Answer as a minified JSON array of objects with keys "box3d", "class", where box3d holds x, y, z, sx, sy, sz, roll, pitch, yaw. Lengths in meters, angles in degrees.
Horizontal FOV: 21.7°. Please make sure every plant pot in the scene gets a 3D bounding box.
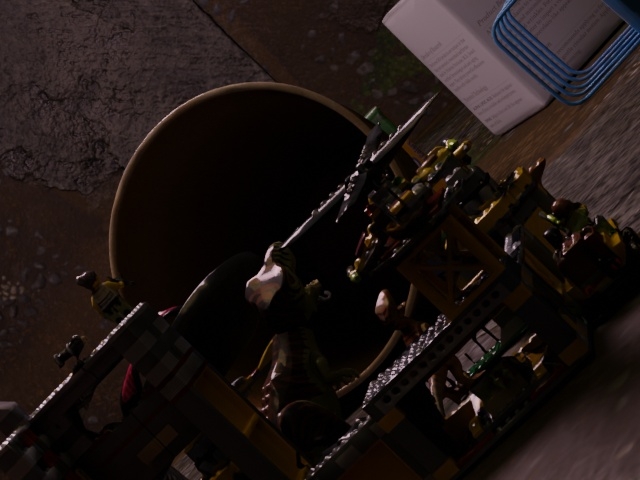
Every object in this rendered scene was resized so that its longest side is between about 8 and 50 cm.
[{"box3d":[0.000,0.000,1.293,0.237,0.237,0.254,-45,-12,17],"class":"plant pot"}]

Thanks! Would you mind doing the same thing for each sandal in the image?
[{"box3d":[-0.090,0.079,0.961,0.067,0.040,0.179,9,-64,-54],"class":"sandal"}]

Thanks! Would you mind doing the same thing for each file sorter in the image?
[{"box3d":[0.231,-0.206,1.535,0.104,0.118,0.170,-47,3,19],"class":"file sorter"}]

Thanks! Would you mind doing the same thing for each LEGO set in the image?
[{"box3d":[-0.016,0.047,0.853,0.331,0.192,0.255,-44,3,21],"class":"LEGO set"}]

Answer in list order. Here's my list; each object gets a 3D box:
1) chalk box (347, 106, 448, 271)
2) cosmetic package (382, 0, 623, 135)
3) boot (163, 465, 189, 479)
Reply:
[{"box3d":[0.021,-0.001,1.508,0.213,0.132,0.132,-45,3,1],"class":"chalk box"},{"box3d":[0.195,-0.238,1.775,0.151,0.184,0.151,-46,3,-16],"class":"cosmetic package"},{"box3d":[-0.193,0.285,1.348,0.208,0.076,0.189,-52,-1,17],"class":"boot"}]
